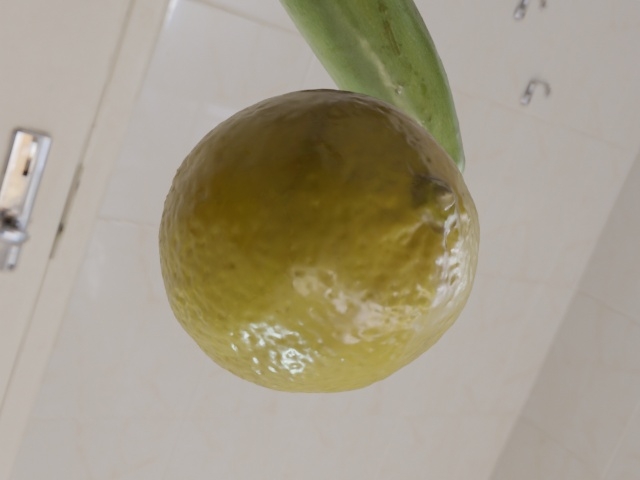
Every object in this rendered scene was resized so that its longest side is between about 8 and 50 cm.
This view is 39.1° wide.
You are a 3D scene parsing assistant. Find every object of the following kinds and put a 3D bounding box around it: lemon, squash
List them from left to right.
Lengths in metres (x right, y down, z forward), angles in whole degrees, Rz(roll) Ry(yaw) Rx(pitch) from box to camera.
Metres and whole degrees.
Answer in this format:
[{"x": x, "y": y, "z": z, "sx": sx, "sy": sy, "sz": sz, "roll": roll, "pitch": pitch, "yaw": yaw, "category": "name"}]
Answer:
[{"x": 0.000, "y": 0.000, "z": 0.525, "sx": 0.178, "sy": 0.178, "sz": 0.203, "roll": 10, "pitch": 160, "yaw": -37, "category": "lemon"}, {"x": 0.064, "y": -0.193, "z": 0.938, "sx": 0.370, "sy": 0.118, "sz": 0.118, "roll": 55, "pitch": -174, "yaw": -15, "category": "squash"}]
